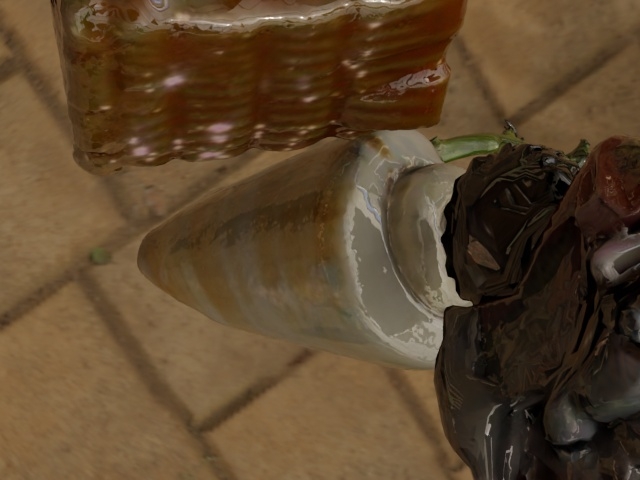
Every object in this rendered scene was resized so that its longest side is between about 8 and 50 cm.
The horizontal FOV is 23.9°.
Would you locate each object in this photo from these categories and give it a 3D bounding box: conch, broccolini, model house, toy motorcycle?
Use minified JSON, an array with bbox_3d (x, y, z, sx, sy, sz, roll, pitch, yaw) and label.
[{"bbox_3d":[-0.001,-0.009,0.865,0.158,0.255,0.127,-59,144,-43],"label":"conch"},{"bbox_3d":[0.134,-0.048,1.310,0.271,0.062,0.123,2,123,-50],"label":"broccolini"},{"bbox_3d":[-0.016,-0.142,0.527,0.220,0.199,0.229,33,69,-6],"label":"model house"},{"bbox_3d":[0.158,0.117,0.632,0.134,0.207,0.401,8,63,-35],"label":"toy motorcycle"}]
